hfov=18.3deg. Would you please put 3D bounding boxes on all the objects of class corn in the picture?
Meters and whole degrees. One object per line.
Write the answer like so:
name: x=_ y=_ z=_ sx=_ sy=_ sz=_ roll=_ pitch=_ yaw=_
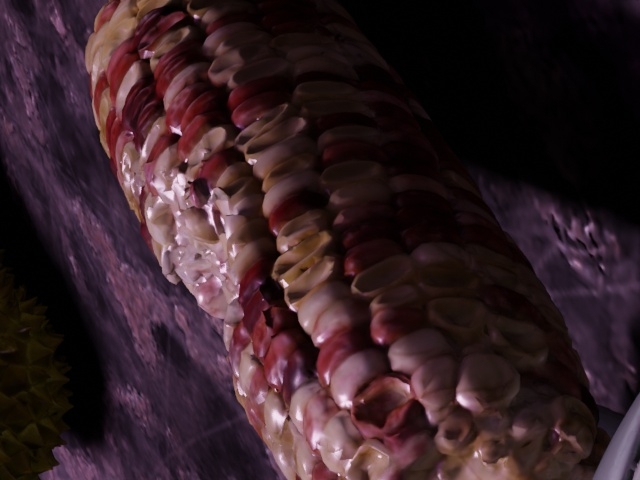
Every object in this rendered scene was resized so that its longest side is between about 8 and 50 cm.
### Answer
corn: x=0.000 y=0.000 z=0.580 sx=0.290 sy=0.098 sz=0.098 roll=-119 pitch=20 yaw=-53

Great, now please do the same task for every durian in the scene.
durian: x=-0.210 y=0.064 z=1.051 sx=0.159 sy=0.146 sz=0.198 roll=150 pitch=108 yaw=-67

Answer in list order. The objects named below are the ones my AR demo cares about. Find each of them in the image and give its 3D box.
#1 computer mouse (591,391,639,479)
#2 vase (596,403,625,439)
computer mouse: x=0.108 y=0.129 z=0.475 sx=0.097 sy=0.159 sz=0.288 roll=17 pitch=130 yaw=30
vase: x=0.038 y=0.179 z=0.692 sx=0.143 sy=0.143 sz=0.299 roll=55 pitch=154 yaw=21
